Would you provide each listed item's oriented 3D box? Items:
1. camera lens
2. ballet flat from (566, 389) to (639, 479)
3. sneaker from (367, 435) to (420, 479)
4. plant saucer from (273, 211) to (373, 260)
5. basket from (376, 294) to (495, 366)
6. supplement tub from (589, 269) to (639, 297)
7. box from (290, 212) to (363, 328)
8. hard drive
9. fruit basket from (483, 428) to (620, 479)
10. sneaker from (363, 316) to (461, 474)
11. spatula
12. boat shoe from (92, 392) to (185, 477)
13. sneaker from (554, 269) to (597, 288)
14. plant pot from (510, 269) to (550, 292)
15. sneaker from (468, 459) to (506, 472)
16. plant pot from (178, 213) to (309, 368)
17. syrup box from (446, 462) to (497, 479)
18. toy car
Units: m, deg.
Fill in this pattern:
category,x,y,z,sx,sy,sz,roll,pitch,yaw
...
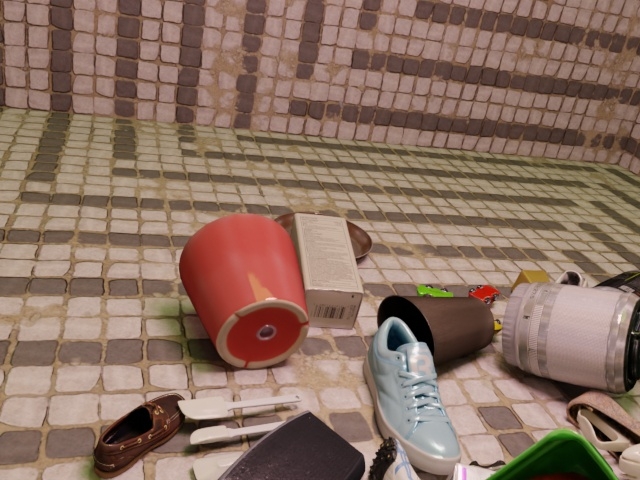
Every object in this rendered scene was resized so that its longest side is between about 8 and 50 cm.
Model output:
category,x,y,z,sx,sy,sz,roll,pitch,yaw
camera lens,0.575,0.211,1.403,0.274,0.219,0.219,7,18,37
ballet flat,0.600,0.407,1.218,0.106,0.108,0.316,-4,19,-19
sneaker,0.141,0.420,1.026,0.086,0.085,0.237,32,15,-20
plant saucer,0.000,0.000,1.866,0.310,0.050,0.310,9,24,-4
basket,0.278,0.202,1.450,0.226,0.154,0.204,-2,30,-34
supplement tub,0.789,0.192,1.605,0.338,0.207,0.207,-13,34,-40
box,0.006,0.069,1.579,0.148,0.121,0.311,6,35,-10
hard drive,-0.047,0.384,1.019,0.172,0.054,0.254,34,33,24
fruit basket,0.299,0.446,0.729,0.392,0.283,0.392,37,23,-18
sneaker,0.174,0.283,1.227,0.135,0.150,0.366,1,27,-20
spatula,-0.120,0.343,1.115,0.242,0.019,0.168,3,34,-29
boat shoe,-0.297,0.314,1.061,0.073,0.073,0.207,19,25,18
sneaker,0.717,0.147,1.736,0.114,0.152,0.305,27,28,34
plant pot,0.613,0.142,1.794,0.081,0.081,0.083,2,39,-20
sneaker,0.331,0.425,1.096,0.170,0.063,0.075,8,31,4
plant pot,-0.149,0.119,1.337,0.275,0.275,0.243,0,36,-23
syrup box,0.316,0.441,0.999,0.236,0.093,0.096,13,43,3
toy car,0.361,0.171,1.654,0.225,0.053,0.239,14,25,7
